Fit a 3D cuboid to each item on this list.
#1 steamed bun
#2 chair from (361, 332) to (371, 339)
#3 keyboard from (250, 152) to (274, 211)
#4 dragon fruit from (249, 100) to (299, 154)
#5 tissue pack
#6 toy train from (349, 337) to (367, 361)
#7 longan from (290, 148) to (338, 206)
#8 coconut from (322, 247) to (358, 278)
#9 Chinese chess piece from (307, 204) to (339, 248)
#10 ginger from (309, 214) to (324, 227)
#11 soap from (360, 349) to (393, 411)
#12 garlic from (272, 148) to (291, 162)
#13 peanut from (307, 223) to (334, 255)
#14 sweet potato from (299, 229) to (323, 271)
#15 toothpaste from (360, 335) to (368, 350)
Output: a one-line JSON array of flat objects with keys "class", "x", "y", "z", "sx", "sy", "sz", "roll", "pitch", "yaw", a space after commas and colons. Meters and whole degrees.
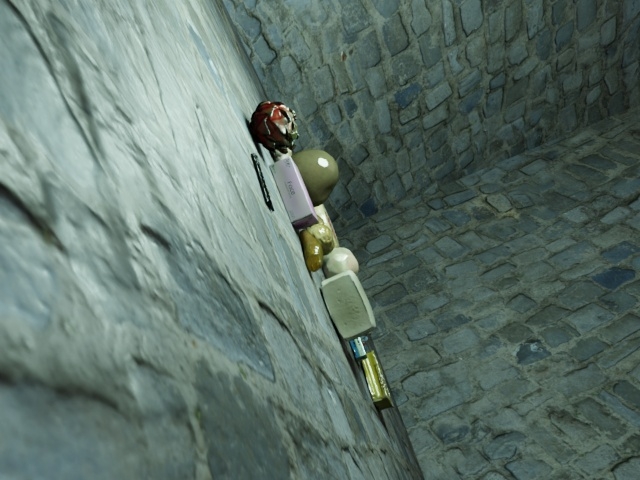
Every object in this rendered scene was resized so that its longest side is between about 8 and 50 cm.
[{"class": "steamed bun", "x": 0.104, "y": 0.239, "z": 1.724, "sx": 0.164, "sy": 0.147, "sz": 0.241, "roll": 21, "pitch": 45, "yaw": -80}, {"class": "chair", "x": 0.168, "y": 0.406, "z": 2.136, "sx": 0.221, "sy": 0.104, "sz": 0.095, "roll": -89, "pitch": -178, "yaw": -69}, {"class": "keyboard", "x": -0.167, "y": -0.172, "z": 1.363, "sx": 0.060, "sy": 0.018, "sz": 0.195, "roll": 66, "pitch": 4, "yaw": -59}, {"class": "dragon fruit", "x": -0.161, "y": -0.400, "z": 1.642, "sx": 0.189, "sy": 0.182, "sz": 0.182, "roll": 20, "pitch": -27, "yaw": 34}, {"class": "tissue pack", "x": -0.097, "y": -0.176, "z": 1.764, "sx": 0.148, "sy": 0.093, "sz": 0.246, "roll": 40, "pitch": 28, "yaw": -79}, {"class": "toy train", "x": 0.137, "y": 0.397, "z": 1.980, "sx": 0.052, "sy": 0.051, "sz": 0.233, "roll": 68, "pitch": 2, "yaw": -52}, {"class": "longan", "x": -0.041, "y": -0.265, "z": 1.949, "sx": 0.215, "sy": 0.246, "sz": 0.245, "roll": -76, "pitch": 149, "yaw": -47}, {"class": "coconut", "x": 0.092, "y": 0.127, "z": 2.138, "sx": 0.182, "sy": 0.171, "sz": 0.170, "roll": -111, "pitch": 177, "yaw": -60}, {"class": "Chinese chess piece", "x": -0.001, "y": -0.056, "z": 2.261, "sx": 0.270, "sy": 0.112, "sz": 0.269, "roll": -22, "pitch": 90, "yaw": -85}, {"class": "ginger", "x": -0.005, "y": -0.062, "z": 2.059, "sx": 0.165, "sy": 0.067, "sz": 0.096, "roll": 46, "pitch": -15, "yaw": -28}, {"class": "soap", "x": 0.239, "y": 0.606, "z": 2.013, "sx": 0.135, "sy": 0.076, "sz": 0.233, "roll": 63, "pitch": 6, "yaw": -48}, {"class": "garlic", "x": -0.171, "y": -0.388, "z": 1.990, "sx": 0.124, "sy": 0.099, "sz": 0.174, "roll": -80, "pitch": 151, "yaw": -55}, {"class": "peanut", "x": 0.000, "y": 0.000, "z": 1.996, "sx": 0.236, "sy": 0.120, "sz": 0.110, "roll": 73, "pitch": 30, "yaw": -72}, {"class": "sweet potato", "x": -0.030, "y": 0.022, "z": 1.683, "sx": 0.243, "sy": 0.077, "sz": 0.077, "roll": -105, "pitch": 171, "yaw": -56}, {"class": "toothpaste", "x": 0.194, "y": 0.468, "z": 2.204, "sx": 0.193, "sy": 0.070, "sz": 0.044, "roll": -89, "pitch": 155, "yaw": -80}]
